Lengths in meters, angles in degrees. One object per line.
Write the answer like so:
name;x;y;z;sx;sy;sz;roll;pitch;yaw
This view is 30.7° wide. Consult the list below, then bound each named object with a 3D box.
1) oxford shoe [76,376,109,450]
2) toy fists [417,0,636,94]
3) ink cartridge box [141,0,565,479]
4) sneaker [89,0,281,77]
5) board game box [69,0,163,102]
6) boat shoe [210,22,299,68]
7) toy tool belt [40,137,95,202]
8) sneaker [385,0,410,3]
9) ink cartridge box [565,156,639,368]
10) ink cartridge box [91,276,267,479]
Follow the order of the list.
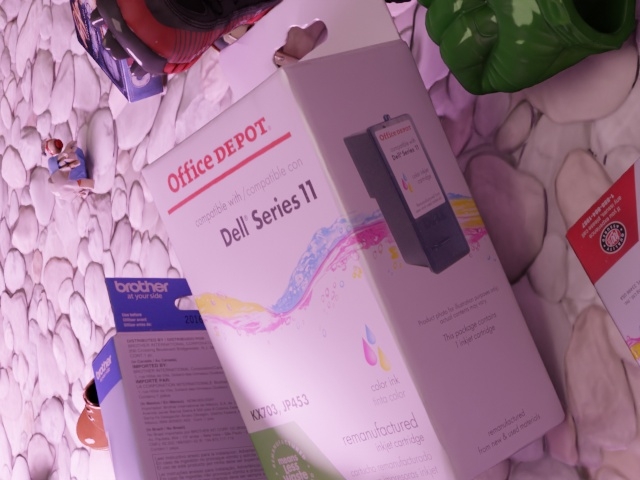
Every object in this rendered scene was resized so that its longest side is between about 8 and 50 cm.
oxford shoe;-0.226;0.169;1.245;0.212;0.076;0.076;-46;55;46
toy fists;0.118;-0.235;0.764;0.142;0.096;0.279;-10;82;55
ink cartridge box;0.000;0.000;0.815;0.207;0.119;0.353;-27;84;51
sneaker;-0.077;-0.216;0.932;0.135;0.276;0.098;-29;100;33
board game box;-0.229;-0.287;1.212;0.165;0.042;0.243;47;151;45
boat shoe;-0.063;-0.175;1.054;0.137;0.049;0.043;48;122;41
toy tool belt;-0.295;-0.090;1.383;0.051;0.052;0.083;-23;70;18
sneaker;0.024;-0.336;0.867;0.146;0.134;0.344;-29;65;49
ink cartridge box;0.227;0.028;0.617;0.127;0.072;0.175;-52;49;39
ink cartridge box;-0.071;0.176;0.930;0.065;0.185;0.311;-45;53;46
